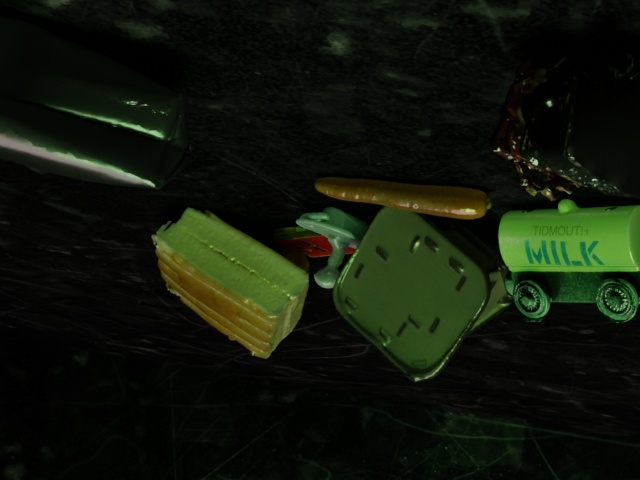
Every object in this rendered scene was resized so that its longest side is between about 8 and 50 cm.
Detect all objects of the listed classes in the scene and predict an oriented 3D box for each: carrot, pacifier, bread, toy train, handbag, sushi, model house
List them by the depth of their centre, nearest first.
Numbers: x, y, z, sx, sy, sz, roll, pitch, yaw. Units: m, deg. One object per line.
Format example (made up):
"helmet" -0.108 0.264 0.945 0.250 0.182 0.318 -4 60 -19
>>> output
"sushi" 0.252 -0.112 1.289 0.172 0.153 0.150 -6 -165 -34
"handbag" -0.325 -0.155 1.544 0.342 0.152 0.288 19 175 -17
"toy train" 0.341 0.019 1.739 0.105 0.157 0.253 -27 -163 -40
"carrot" 0.109 -0.061 1.779 0.248 0.043 0.043 8 165 19
"model house" 0.199 0.072 1.955 0.218 0.204 0.279 44 -156 29
"pacifier" 0.017 0.013 1.975 0.127 0.116 0.150 16 175 41
"bread" -0.151 0.069 2.164 0.246 0.111 0.239 33 158 8
"carrot" -0.096 0.053 2.287 0.070 0.070 0.260 17 165 -24

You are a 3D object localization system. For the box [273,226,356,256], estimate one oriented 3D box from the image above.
"box" 0.000 0.000 2.115 0.090 0.023 0.133 25 159 -39
